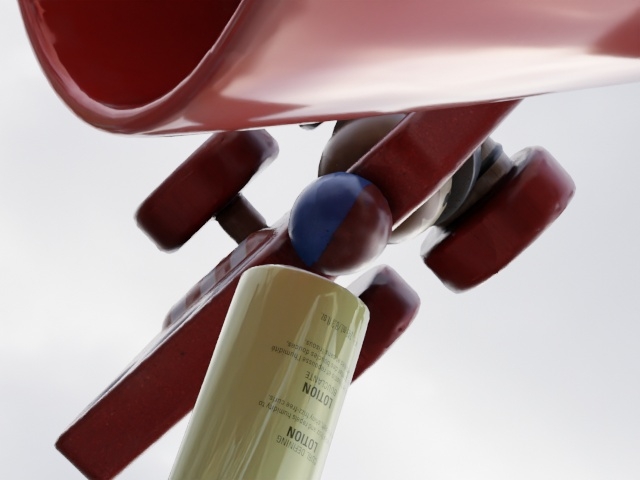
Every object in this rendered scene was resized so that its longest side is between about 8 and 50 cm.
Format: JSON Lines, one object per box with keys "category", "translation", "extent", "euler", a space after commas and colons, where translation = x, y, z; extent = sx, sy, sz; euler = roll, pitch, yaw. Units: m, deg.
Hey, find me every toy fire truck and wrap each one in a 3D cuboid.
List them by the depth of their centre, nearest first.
{"category": "toy fire truck", "translation": [0.000, 0.000, 0.919], "extent": [0.302, 0.254, 0.169], "euler": [-40, -84, 25]}

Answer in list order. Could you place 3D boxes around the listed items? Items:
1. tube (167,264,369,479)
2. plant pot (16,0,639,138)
{"category": "tube", "translation": [-0.039, 0.129, 0.688], "extent": [0.070, 0.240, 0.062], "euler": [18, -23, 2]}
{"category": "plant pot", "translation": [0.040, -0.166, 0.626], "extent": [0.275, 0.243, 0.275], "euler": [-7, -99, 58]}
